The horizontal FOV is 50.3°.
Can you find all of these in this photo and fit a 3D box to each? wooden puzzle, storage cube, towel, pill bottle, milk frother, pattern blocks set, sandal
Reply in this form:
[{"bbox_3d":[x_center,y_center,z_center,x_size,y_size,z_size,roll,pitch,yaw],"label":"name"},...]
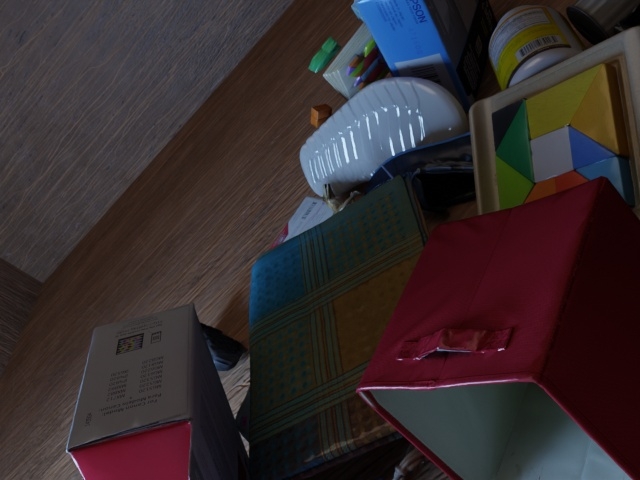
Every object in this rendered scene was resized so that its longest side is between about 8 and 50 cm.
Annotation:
[{"bbox_3d":[0.269,-0.096,0.759,0.239,0.044,0.220,-18,69,48],"label":"wooden puzzle"},{"bbox_3d":[0.183,0.096,0.566,0.184,0.215,0.193,-19,34,51],"label":"storage cube"},{"bbox_3d":[0.026,0.096,0.823,0.272,0.040,0.370,-29,36,17],"label":"towel"},{"bbox_3d":[0.297,-0.243,0.929,0.117,0.117,0.215,-38,28,28],"label":"pill bottle"},{"bbox_3d":[0.388,-0.329,0.857,0.135,0.143,0.129,-45,33,11],"label":"milk frother"},{"bbox_3d":[0.083,-0.320,1.244,0.285,0.026,0.325,-54,-19,15],"label":"pattern blocks set"},{"bbox_3d":[0.103,-0.184,1.183,0.102,0.169,0.416,-28,10,-34],"label":"sandal"}]

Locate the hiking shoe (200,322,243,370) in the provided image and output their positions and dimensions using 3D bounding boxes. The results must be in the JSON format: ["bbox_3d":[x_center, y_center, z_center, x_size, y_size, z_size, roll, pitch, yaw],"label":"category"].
[{"bbox_3d":[-0.209,0.221,1.244,0.114,0.086,0.227,-69,21,-4],"label":"hiking shoe"}]

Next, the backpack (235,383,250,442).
[{"bbox_3d":[-0.027,0.200,0.894,0.152,0.115,0.182,-5,54,55],"label":"backpack"}]

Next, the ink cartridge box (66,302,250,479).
[{"bbox_3d":[-0.161,0.279,0.771,0.130,0.309,0.271,-14,29,-2],"label":"ink cartridge box"}]

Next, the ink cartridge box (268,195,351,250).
[{"bbox_3d":[0.000,0.000,1.166,0.127,0.072,0.175,-55,25,-8],"label":"ink cartridge box"}]

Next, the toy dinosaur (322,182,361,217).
[{"bbox_3d":[0.033,-0.017,1.041,0.093,0.053,0.183,-28,42,33],"label":"toy dinosaur"}]

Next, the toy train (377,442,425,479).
[{"bbox_3d":[0.103,0.269,0.617,0.143,0.105,0.248,4,51,43],"label":"toy train"}]

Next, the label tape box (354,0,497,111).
[{"bbox_3d":[0.202,-0.418,1.149,0.115,0.249,0.347,-2,52,36],"label":"label tape box"}]

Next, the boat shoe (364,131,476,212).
[{"bbox_3d":[0.155,-0.085,0.979,0.258,0.109,0.089,-26,38,47],"label":"boat shoe"}]
